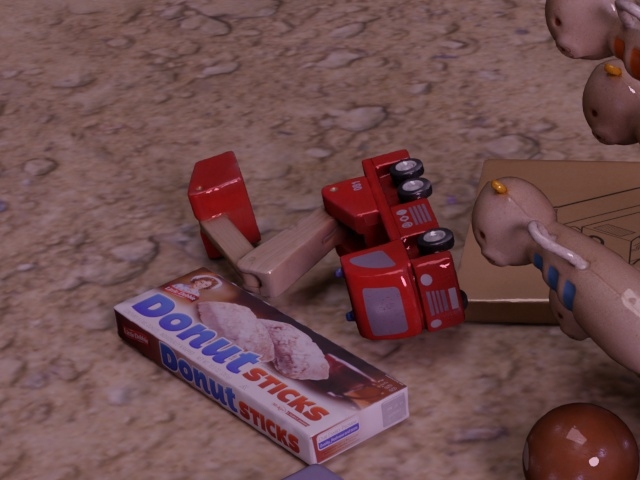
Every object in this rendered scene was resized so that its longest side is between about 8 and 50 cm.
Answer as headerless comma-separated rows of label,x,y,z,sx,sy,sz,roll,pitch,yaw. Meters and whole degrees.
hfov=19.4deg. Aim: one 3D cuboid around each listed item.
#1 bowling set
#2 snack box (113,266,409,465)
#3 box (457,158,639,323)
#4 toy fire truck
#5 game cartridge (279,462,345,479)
bowling set,0.133,0.012,0.873,0.200,0.287,0.154,-45,51,-2
snack box,-0.034,0.063,0.989,0.064,0.022,0.178,-25,34,-31
box,0.185,-0.001,1.068,0.201,0.021,0.164,2,30,12
toy fire truck,0.000,0.000,1.053,0.135,0.047,0.192,-15,29,0
game cartridge,0.024,0.209,0.679,0.230,0.068,0.355,-28,36,-28
